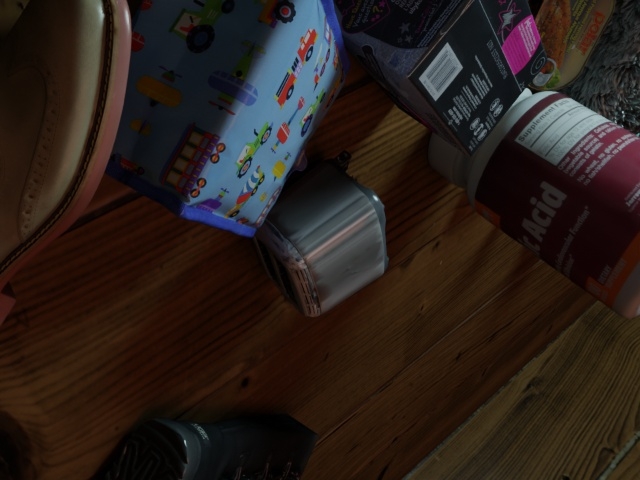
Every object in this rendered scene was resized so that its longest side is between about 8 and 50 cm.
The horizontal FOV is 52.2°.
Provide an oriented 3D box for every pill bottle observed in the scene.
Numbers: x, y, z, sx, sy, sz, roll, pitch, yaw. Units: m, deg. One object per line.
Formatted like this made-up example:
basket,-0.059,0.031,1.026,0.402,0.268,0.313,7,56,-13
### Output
pill bottle,0.368,-0.085,0.990,0.224,0.392,0.224,-33,147,-25

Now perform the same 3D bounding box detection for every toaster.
toaster,0.000,0.000,0.865,0.146,0.129,0.227,-37,151,-16

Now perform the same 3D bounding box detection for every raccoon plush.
raccoon plush,0.453,-0.275,1.095,0.446,0.216,0.299,-51,143,4

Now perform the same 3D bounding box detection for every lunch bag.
lunch bag,-0.062,-0.118,0.637,0.221,0.138,0.293,-61,160,0

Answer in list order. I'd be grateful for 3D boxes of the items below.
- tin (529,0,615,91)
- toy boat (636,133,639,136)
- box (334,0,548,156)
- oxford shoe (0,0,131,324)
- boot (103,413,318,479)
tin,0.379,-0.326,1.018,0.040,0.106,0.189,-68,179,-57
toy boat,0.589,-0.200,1.406,0.318,0.148,0.267,-52,151,5
box,0.141,-0.231,0.765,0.163,0.142,0.247,-52,150,8
oxford shoe,-0.257,-0.046,0.469,0.130,0.123,0.348,16,111,-53
boot,-0.218,0.456,1.121,0.367,0.146,0.445,-49,156,5
